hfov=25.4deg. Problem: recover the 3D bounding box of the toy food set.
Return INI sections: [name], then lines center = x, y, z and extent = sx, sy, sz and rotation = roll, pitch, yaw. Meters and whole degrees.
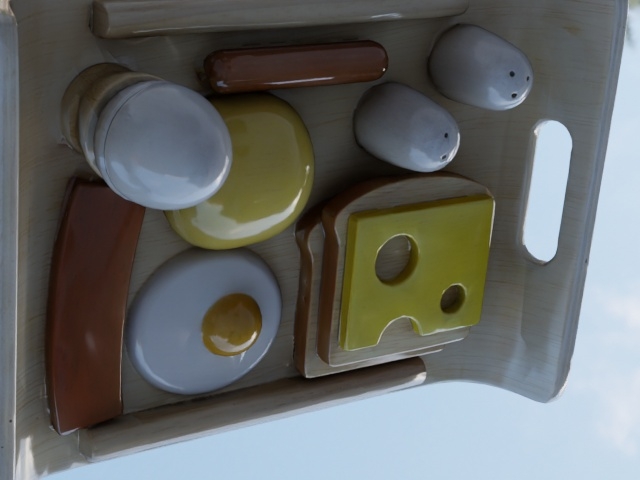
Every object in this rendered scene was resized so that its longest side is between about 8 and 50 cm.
[toy food set]
center = 0.000, 0.000, 0.614
extent = 0.306, 0.219, 0.092
rotation = -9, -156, -32
